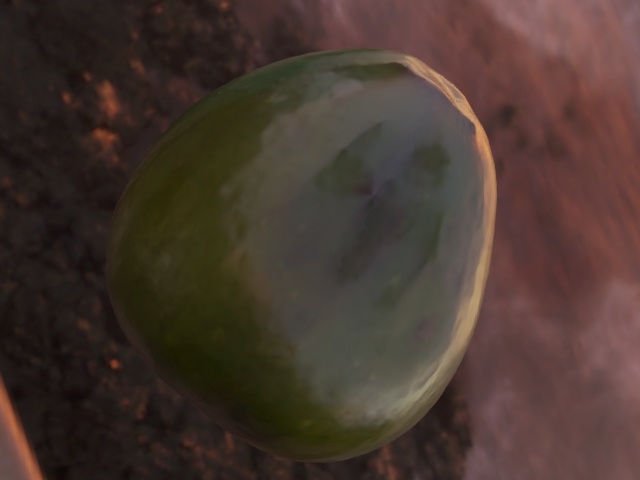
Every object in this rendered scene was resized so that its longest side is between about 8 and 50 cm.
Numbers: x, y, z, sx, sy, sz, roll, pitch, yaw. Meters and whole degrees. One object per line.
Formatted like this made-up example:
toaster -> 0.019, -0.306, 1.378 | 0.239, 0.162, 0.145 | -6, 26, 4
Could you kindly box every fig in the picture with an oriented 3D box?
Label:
fig -> 0.000, 0.000, 0.708 | 0.181, 0.191, 0.181 | 32, 20, -13
